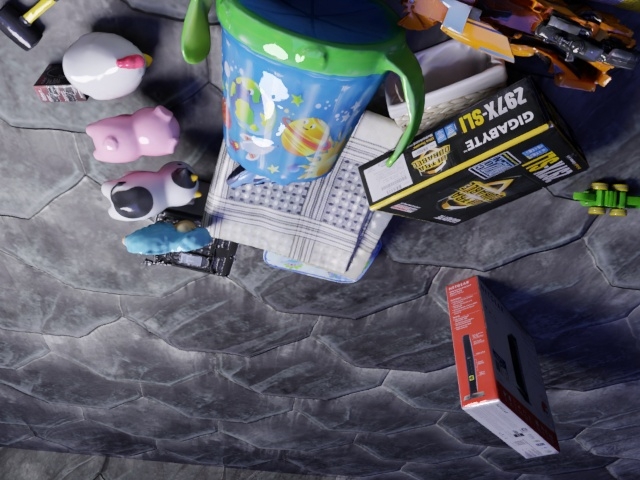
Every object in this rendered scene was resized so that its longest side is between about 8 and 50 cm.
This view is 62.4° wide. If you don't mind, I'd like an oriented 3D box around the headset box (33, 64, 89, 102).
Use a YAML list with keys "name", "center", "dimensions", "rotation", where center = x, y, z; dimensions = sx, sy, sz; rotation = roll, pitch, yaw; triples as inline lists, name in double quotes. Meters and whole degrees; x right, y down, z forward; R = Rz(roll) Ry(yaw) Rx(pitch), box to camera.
- name: "headset box"
  center: [-0.401, -0.247, 0.829]
  dimensions: [0.083, 0.062, 0.032]
  rotation: [1, 138, 4]

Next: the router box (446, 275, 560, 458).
- name: "router box"
  center: [0.415, 0.293, 1.211]
  dimensions: [0.082, 0.301, 0.335]
  rotation: [-25, 132, 30]

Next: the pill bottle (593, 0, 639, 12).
- name: "pill bottle"
  center: [0.360, -0.342, 0.622]
  dimensions: [0.208, 0.119, 0.119]
  rotation: [10, 139, -7]

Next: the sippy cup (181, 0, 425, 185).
- name: "sippy cup"
  center: [-0.032, -0.205, 0.700]
  dimensions: [0.240, 0.305, 0.224]
  rotation: [-9, 139, -28]

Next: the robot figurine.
- name: "robot figurine"
  center: [0.244, -0.272, 0.655]
  dimensions: [0.290, 0.211, 0.085]
  rotation: [19, 128, -3]

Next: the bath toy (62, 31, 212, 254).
- name: "bath toy"
  center: [-0.273, -0.147, 0.828]
  dimensions: [0.129, 0.151, 0.348]
  rotation: [5, 119, 33]

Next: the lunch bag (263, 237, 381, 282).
- name: "lunch bag"
  center: [0.000, 0.000, 1.064]
  dimensions: [0.218, 0.090, 0.176]
  rotation: [14, 137, -12]

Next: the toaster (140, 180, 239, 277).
- name: "toaster"
  center: [-0.244, -0.021, 1.042]
  dimensions: [0.185, 0.110, 0.168]
  rotation: [13, 137, -11]

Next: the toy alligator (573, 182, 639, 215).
- name: "toy alligator"
  center: [0.551, -0.073, 0.974]
  dimensions: [0.189, 0.056, 0.051]
  rotation: [4, -179, -2]

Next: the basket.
- name: "basket"
  center: [0.190, -0.218, 0.782]
  dimensions: [0.167, 0.113, 0.103]
  rotation: [-16, 137, 21]

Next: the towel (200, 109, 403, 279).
- name: "towel"
  center: [-0.017, -0.093, 0.905]
  dimensions: [0.324, 0.056, 0.312]
  rotation: [16, 115, -13]

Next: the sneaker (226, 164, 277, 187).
- name: "sneaker"
  center: [-0.082, -0.110, 0.843]
  dimensions: [0.144, 0.053, 0.059]
  rotation: [-20, 120, 11]

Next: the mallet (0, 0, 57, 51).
- name: "mallet"
  center: [-0.378, -0.334, 0.752]
  dimensions: [0.189, 0.039, 0.062]
  rotation: [-19, 133, 18]

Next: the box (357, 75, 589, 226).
- name: "box"
  center: [0.248, -0.111, 0.810]
  dimensions: [0.257, 0.079, 0.322]
  rotation: [-27, 163, 30]
